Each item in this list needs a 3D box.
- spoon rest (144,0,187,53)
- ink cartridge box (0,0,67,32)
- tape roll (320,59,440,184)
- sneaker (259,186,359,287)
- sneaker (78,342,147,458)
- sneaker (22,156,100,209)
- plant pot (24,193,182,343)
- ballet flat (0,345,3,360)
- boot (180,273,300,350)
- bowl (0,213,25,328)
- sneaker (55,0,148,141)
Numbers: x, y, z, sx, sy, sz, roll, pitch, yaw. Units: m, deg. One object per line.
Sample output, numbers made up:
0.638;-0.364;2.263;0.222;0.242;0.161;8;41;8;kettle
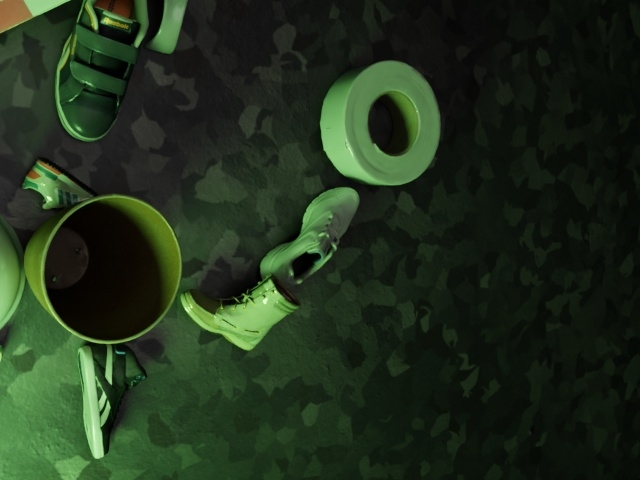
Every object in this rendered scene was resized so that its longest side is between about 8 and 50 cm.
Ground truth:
-0.284;-0.506;1.335;0.137;0.084;0.277;5;92;-33;spoon rest
-0.435;-0.542;1.104;0.384;0.160;0.279;-29;123;-10;ink cartridge box
0.141;-0.268;1.611;0.286;0.100;0.286;-3;96;-32;tape roll
0.000;0.000;1.526;0.111;0.129;0.297;47;69;-24;sneaker
-0.389;0.301;1.330;0.121;0.079;0.217;-7;96;-30;sneaker
-0.468;-0.079;1.275;0.161;0.057;0.075;40;90;-29;sneaker
-0.403;0.040;1.191;0.237;0.254;0.237;-2;94;-41;plant pot
-0.623;0.237;1.194;0.168;0.052;0.057;-45;115;-21;ballet flat
-0.161;0.125;1.418;0.165;0.077;0.213;-40;126;18;boot
-0.627;0.058;1.131;0.297;0.134;0.298;-2;95;-33;bowl
-0.395;-0.341;1.254;0.126;0.127;0.321;10;90;-34;sneaker
